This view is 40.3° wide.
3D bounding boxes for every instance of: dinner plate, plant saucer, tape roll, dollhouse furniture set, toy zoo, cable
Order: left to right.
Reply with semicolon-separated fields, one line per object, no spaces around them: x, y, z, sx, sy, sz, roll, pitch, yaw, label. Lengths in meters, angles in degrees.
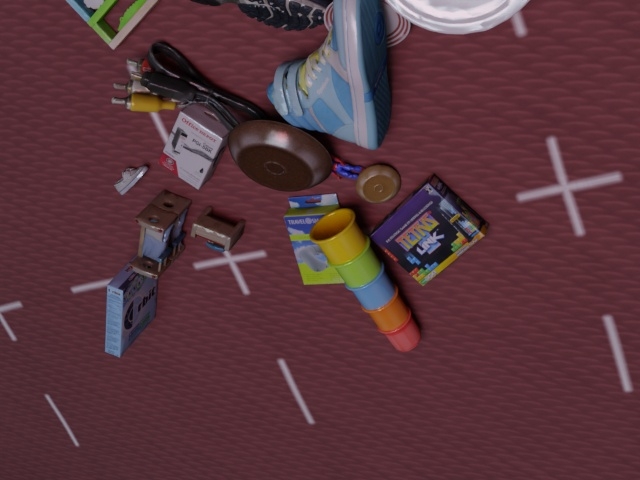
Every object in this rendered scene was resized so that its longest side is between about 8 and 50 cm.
-0.415;-0.509;1.547;0.192;0.030;0.293;-35;103;35;toy zoo
-0.268;0.009;1.745;0.184;0.129;0.129;21;126;9;dollhouse furniture set
-0.230;-0.267;1.599;0.287;0.139;0.072;19;153;-13;cable
-0.078;-0.142;1.577;0.199;0.036;0.198;13;153;7;plant saucer
0.076;-0.358;1.412;0.141;0.017;0.141;6;156;3;dinner plate
0.105;-0.098;1.578;0.083;0.015;0.083;-1;126;-2;plant saucer
0.207;-0.456;1.284;0.286;0.100;0.286;11;124;17;tape roll

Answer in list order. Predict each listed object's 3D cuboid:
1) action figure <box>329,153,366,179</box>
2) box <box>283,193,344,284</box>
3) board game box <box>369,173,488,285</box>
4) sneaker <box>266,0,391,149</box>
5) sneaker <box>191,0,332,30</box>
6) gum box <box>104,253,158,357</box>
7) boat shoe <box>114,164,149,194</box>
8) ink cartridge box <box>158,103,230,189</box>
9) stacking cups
0.039;-0.132;1.597;0.115;0.030;0.038;22;131;11;action figure
0.000;0.000;1.684;0.109;0.042;0.178;-4;119;24;box
0.196;-0.017;1.589;0.141;0.048;0.170;41;126;-7;board game box
-0.001;-0.284;1.420;0.208;0.127;0.319;12;142;18;sneaker
-0.105;-0.436;1.419;0.283;0.122;0.110;17;169;-10;sneaker
-0.401;0.130;1.857;0.041;0.157;0.184;20;126;11;gum box
-0.387;-0.129;1.769;0.035;0.035;0.100;46;132;-12;boat shoe
-0.238;-0.181;1.660;0.099;0.056;0.135;33;127;2;ink cartridge box
0.090;0.088;1.650;0.096;0.096;0.316;-13;124;28;stacking cups
